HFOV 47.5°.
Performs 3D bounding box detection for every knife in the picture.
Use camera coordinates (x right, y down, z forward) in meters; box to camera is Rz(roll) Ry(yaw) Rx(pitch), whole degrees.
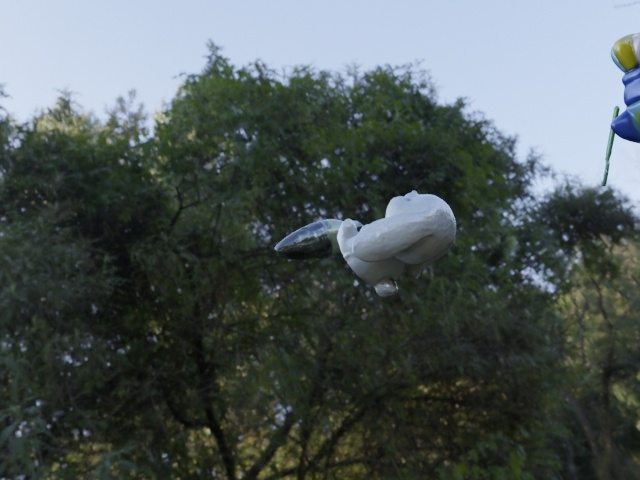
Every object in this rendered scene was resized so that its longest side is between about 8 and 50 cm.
[{"bbox_3d":[0.738,-0.237,1.855,0.054,0.015,0.212,-49,-36,-60],"label":"knife"}]

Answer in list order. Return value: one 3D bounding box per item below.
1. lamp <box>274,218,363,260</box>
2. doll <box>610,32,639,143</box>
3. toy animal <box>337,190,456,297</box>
[{"bbox_3d":[0.000,0.000,1.889,0.250,0.101,0.101,-17,-30,-20],"label":"lamp"},{"bbox_3d":[0.784,-0.293,1.549,0.187,0.365,0.376,-7,-69,-30],"label":"doll"},{"bbox_3d":[0.213,-0.002,1.786,0.265,0.206,0.271,-34,-35,27],"label":"toy animal"}]
